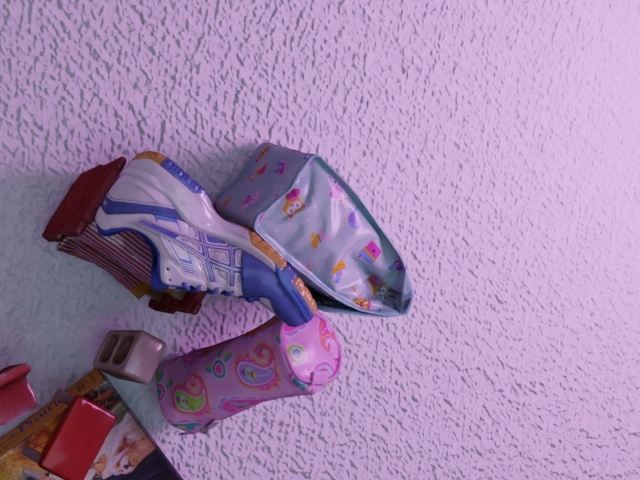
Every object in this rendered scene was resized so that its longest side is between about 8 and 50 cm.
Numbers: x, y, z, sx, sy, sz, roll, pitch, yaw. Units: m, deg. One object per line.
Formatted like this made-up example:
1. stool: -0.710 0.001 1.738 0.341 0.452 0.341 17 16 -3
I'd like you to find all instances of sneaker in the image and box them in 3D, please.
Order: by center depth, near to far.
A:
1. sneaker: -0.143 0.027 1.227 0.296 0.112 0.131 40 78 -6

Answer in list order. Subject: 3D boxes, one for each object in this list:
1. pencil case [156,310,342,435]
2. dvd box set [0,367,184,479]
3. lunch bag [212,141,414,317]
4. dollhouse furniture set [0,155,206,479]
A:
1. pencil case: -0.105 0.183 1.362 0.124 0.284 0.124 28 49 -38
2. dvd box set: -0.396 0.423 1.394 0.420 0.062 0.308 -36 111 -14
3. lunch bag: 0.000 0.000 1.397 0.262 0.223 0.160 44 83 -23
4. dollhouse furniture set: -0.294 0.107 1.280 0.201 0.152 0.374 36 69 -26
